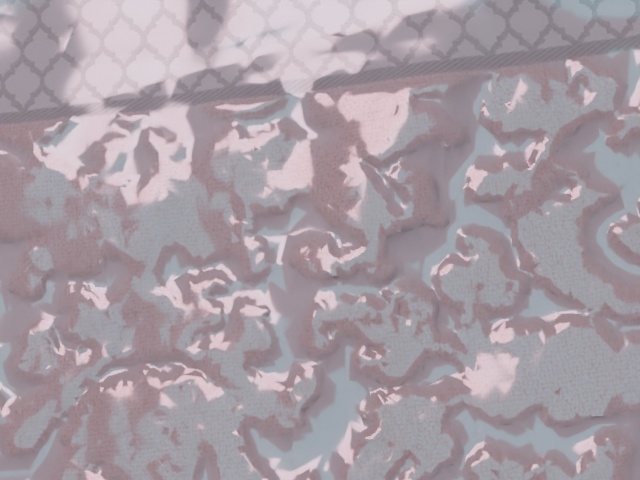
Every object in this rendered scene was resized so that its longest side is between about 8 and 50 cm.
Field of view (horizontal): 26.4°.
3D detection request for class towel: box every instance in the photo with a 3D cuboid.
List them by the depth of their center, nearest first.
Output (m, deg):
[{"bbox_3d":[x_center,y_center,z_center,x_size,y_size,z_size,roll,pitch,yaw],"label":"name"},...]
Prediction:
[{"bbox_3d":[0.000,0.000,0.522,0.332,0.053,0.317,-6,85,6],"label":"towel"}]
